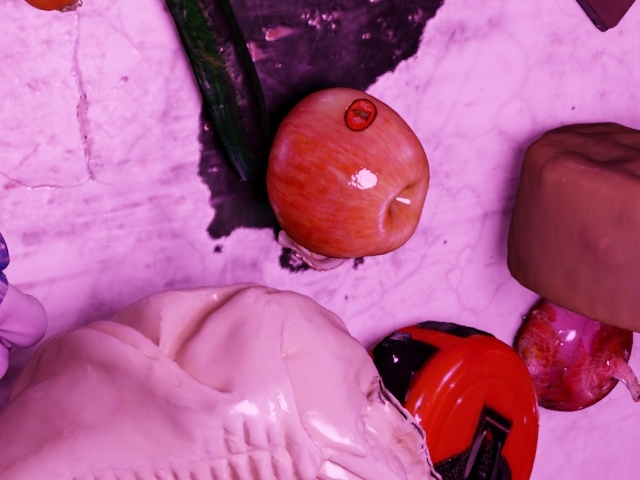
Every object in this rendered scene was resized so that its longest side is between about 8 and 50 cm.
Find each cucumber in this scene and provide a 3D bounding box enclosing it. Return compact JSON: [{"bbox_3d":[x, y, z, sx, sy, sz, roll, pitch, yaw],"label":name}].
[{"bbox_3d":[-0.087,-0.160,1.288,0.056,0.056,0.284,-34,131,-18],"label":"cucumber"}]

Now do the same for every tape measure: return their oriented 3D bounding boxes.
[{"bbox_3d":[0.110,0.205,1.516,0.253,0.114,0.261,31,75,-49],"label":"tape measure"}]

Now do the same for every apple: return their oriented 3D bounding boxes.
[{"bbox_3d":[0.025,-0.054,1.354,0.146,0.131,0.146,-49,152,-38],"label":"apple"}]

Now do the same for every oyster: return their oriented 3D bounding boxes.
[{"bbox_3d":[-0.001,0.003,1.439,0.093,0.034,0.051,31,76,-29],"label":"oyster"}]

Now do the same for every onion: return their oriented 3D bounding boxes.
[{"bbox_3d":[0.287,0.126,1.626,0.150,0.140,0.150,-16,122,-26],"label":"onion"}]

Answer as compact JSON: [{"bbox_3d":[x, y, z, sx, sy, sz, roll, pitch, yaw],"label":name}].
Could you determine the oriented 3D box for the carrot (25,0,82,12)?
[{"bbox_3d":[-0.231,-0.263,1.130,0.067,0.067,0.225,-36,126,-16],"label":"carrot"}]

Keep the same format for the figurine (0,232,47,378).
[{"bbox_3d":[-0.313,0.024,1.170,0.193,0.133,0.274,-26,135,-20],"label":"figurine"}]

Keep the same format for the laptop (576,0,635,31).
[{"bbox_3d":[0.269,-0.317,1.487,0.154,0.026,0.207,-53,131,-6],"label":"laptop"}]

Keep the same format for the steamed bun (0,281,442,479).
[{"bbox_3d":[-0.094,0.167,1.325,0.394,0.237,0.347,12,132,-17],"label":"steamed bun"}]

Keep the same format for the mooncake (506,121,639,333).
[{"bbox_3d":[0.323,-0.019,1.493,0.284,0.284,0.156,-4,111,-34],"label":"mooncake"}]
